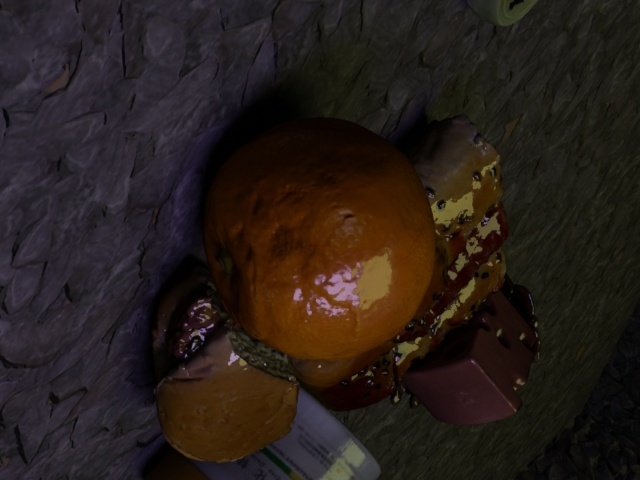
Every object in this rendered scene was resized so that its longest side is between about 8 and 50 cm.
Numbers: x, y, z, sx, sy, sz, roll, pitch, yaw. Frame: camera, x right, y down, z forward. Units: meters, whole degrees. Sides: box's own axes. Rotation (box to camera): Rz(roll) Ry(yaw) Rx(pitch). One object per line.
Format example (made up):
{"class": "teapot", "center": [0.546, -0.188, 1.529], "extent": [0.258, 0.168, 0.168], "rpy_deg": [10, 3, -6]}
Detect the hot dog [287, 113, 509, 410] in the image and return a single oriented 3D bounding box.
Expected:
{"class": "hot dog", "center": [0.094, 0.062, 1.819], "extent": [0.365, 0.196, 0.367], "rpy_deg": [-41, 155, -16]}

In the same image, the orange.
{"class": "orange", "center": [0.000, 0.000, 1.434], "extent": [0.261, 0.261, 0.261], "rpy_deg": [-42, 157, -23]}

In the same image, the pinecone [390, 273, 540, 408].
{"class": "pinecone", "center": [0.210, 0.150, 2.133], "extent": [0.309, 0.244, 0.244], "rpy_deg": [-24, 148, -26]}

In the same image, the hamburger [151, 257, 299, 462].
{"class": "hamburger", "center": [-0.120, 0.156, 1.593], "extent": [0.245, 0.155, 0.282], "rpy_deg": [-47, 150, 21]}

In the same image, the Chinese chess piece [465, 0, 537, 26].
{"class": "Chinese chess piece", "center": [0.238, -0.330, 1.645], "extent": [0.144, 0.058, 0.144], "rpy_deg": [-42, 156, -23]}

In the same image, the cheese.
{"class": "cheese", "center": [0.229, 0.185, 1.944], "extent": [0.203, 0.128, 0.177], "rpy_deg": [-38, -164, 0]}

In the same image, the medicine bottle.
{"class": "medicine bottle", "center": [-0.076, 0.317, 1.811], "extent": [0.232, 0.238, 0.238], "rpy_deg": [-48, 158, -11]}
